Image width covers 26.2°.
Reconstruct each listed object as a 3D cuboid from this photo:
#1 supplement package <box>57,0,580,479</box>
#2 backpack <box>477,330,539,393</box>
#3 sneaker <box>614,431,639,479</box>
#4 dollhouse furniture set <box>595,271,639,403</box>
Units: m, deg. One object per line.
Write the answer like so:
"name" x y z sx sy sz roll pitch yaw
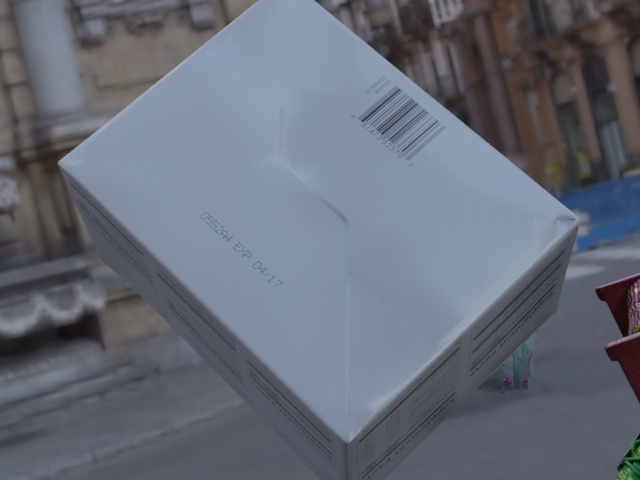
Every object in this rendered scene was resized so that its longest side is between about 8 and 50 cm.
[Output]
"supplement package" 0.000 0.000 0.902 0.204 0.262 0.145 -41 -21 -16
"backpack" 0.213 0.101 1.691 0.115 0.152 0.182 -2 44 19
"sneaker" 0.461 0.302 1.860 0.124 0.295 0.109 -11 15 -4
"dollhouse furniture set" 0.459 0.211 1.540 0.152 0.374 0.201 -26 10 15
